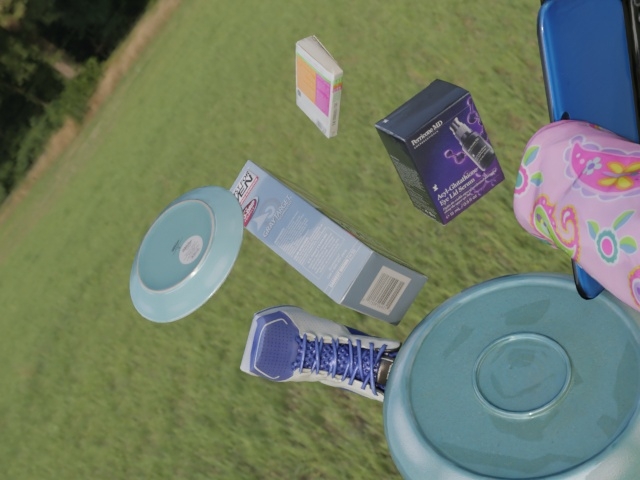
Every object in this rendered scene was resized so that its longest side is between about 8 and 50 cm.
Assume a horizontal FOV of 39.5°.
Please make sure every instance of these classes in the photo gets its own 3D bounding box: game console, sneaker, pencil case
[{"bbox_3d":[0.260,-0.122,0.943,0.173,0.293,0.250,-17,18,-13],"label":"game console"},{"bbox_3d":[0.041,0.191,1.487,0.182,0.315,0.127,5,82,51],"label":"sneaker"},{"bbox_3d":[0.261,0.000,0.690,0.124,0.124,0.284,-52,31,7],"label":"pencil case"}]

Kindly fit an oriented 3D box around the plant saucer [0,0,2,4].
[{"bbox_3d":[-0.518,-0.207,1.212,0.332,0.084,0.332,-50,30,43],"label":"plant saucer"}]

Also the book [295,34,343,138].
[{"bbox_3d":[-0.003,-0.248,1.456,0.035,0.096,0.144,-28,-29,-22],"label":"book"}]

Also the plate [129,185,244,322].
[{"bbox_3d":[-0.172,0.010,1.094,0.188,0.024,0.188,-22,50,29],"label":"plate"}]

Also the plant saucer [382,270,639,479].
[{"bbox_3d":[0.211,0.148,0.925,0.318,0.043,0.317,-14,45,14],"label":"plant saucer"}]

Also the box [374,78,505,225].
[{"bbox_3d":[0.217,-0.160,1.611,0.153,0.207,0.108,-38,34,-9],"label":"box"}]

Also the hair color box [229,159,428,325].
[{"bbox_3d":[0.000,0.000,1.645,0.374,0.185,0.113,37,97,41],"label":"hair color box"}]
